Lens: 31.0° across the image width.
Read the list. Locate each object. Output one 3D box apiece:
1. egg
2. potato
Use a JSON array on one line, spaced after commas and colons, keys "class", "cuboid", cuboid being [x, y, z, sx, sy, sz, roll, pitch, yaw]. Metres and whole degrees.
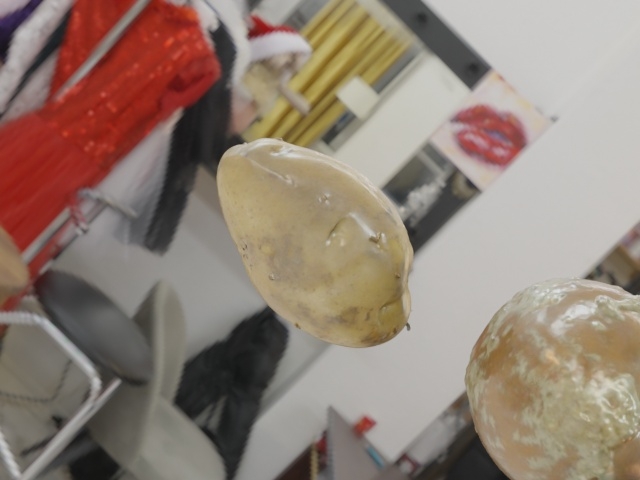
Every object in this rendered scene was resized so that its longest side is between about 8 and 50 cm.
[{"class": "egg", "cuboid": [0.228, 0.136, 1.024, 0.203, 0.203, 0.245, 44, 14, -9]}, {"class": "potato", "cuboid": [0.004, -0.003, 1.121, 0.234, 0.161, 0.128, 65, -19, 5]}]
